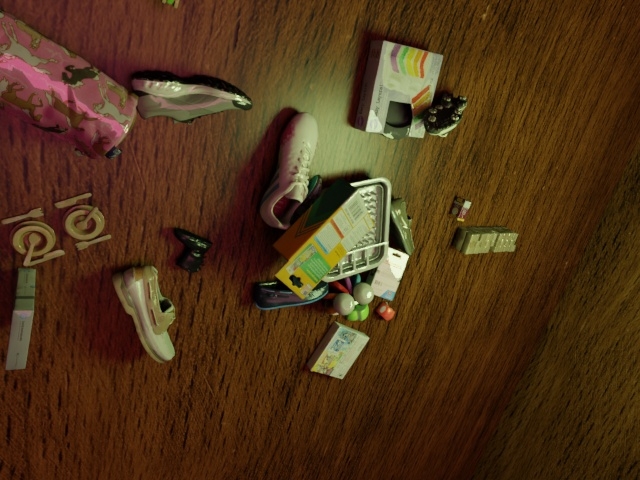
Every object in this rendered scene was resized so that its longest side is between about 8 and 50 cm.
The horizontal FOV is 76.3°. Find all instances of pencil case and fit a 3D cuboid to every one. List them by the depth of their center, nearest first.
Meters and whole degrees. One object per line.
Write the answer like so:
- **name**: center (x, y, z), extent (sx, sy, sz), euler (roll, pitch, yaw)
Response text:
- **pencil case**: center (-0.549, -0.302, 0.756), extent (0.386, 0.160, 0.167), euler (31, 66, -39)

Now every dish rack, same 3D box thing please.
- **dish rack**: center (0.100, -0.044, 1.357), extent (0.285, 0.072, 0.333), euler (-15, 120, -25)

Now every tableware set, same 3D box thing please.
- **tableware set**: center (-0.601, -0.018, 0.937), extent (0.194, 0.039, 0.128), euler (-23, 124, -22)

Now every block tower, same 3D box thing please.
- **block tower**: center (0.718, -0.005, 1.763), extent (0.335, 0.091, 0.097), euler (0, 114, -33)

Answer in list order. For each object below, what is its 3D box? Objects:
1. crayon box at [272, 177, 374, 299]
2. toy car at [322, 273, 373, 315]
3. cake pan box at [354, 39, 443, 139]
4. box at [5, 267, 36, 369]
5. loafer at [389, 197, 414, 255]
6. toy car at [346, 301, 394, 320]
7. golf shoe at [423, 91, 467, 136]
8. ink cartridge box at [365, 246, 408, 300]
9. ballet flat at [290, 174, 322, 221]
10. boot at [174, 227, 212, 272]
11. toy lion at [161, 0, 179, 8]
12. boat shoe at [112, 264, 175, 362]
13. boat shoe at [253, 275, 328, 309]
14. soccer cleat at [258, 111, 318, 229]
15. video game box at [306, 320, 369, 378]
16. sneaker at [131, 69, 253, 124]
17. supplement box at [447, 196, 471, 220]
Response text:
- **crayon box**: center (0.000, 0.000, 1.185), extent (0.323, 0.083, 0.203), euler (-46, 147, -6)
- **toy car**: center (0.086, 0.179, 1.432), extent (0.181, 0.159, 0.136), euler (-25, 88, -20)
- **cake pan box**: center (0.238, -0.449, 1.247), extent (0.245, 0.070, 0.267), euler (-1, 114, -30)
- **box**: center (-0.659, 0.167, 0.897), extent (0.038, 0.186, 0.145), euler (7, 109, -37)
- **loafer**: center (0.300, -0.050, 1.468), extent (0.087, 0.094, 0.251), euler (-34, 127, -9)
- **toy car**: center (0.203, 0.259, 1.586), extent (0.224, 0.053, 0.239), euler (-22, 123, -23)
- **golf shoe**: center (0.400, -0.378, 1.310), extent (0.273, 0.105, 0.120), euler (-46, 154, -43)
- **ink cartridge box**: center (0.243, 0.119, 1.506), extent (0.104, 0.060, 0.180), euler (21, 90, -15)
- **ballet flat**: center (-0.034, -0.119, 1.198), extent (0.070, 0.070, 0.188), euler (9, 143, -36)
- **boot**: center (-0.364, 0.030, 1.114), extent (0.121, 0.045, 0.099), euler (27, 100, -39)
- **toy lion**: center (-0.303, -0.541, 0.833), extent (0.034, 0.100, 0.096), euler (8, 127, -33)
- **boat shoe**: center (-0.447, 0.204, 1.101), extent (0.103, 0.113, 0.303), euler (-22, 122, -16)
- **boat shoe**: center (-0.086, 0.158, 1.318), extent (0.258, 0.109, 0.089), euler (-12, 116, -30)
- **soccer cleat**: center (-0.067, -0.184, 1.131), extent (0.116, 0.143, 0.332), euler (11, 107, -37)
- **video game box**: center (0.070, 0.433, 1.592), extent (0.187, 0.048, 0.205), euler (30, 94, -41)
- **sneaker**: center (-0.294, -0.327, 0.955), extent (0.271, 0.100, 0.108), euler (-4, 125, -25)
- **supplement box**: center (0.553, -0.126, 1.619), extent (0.043, 0.055, 0.083), euler (8, 108, -35)
